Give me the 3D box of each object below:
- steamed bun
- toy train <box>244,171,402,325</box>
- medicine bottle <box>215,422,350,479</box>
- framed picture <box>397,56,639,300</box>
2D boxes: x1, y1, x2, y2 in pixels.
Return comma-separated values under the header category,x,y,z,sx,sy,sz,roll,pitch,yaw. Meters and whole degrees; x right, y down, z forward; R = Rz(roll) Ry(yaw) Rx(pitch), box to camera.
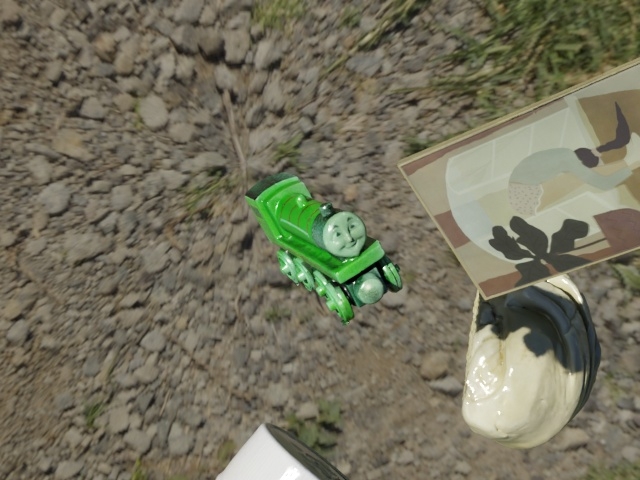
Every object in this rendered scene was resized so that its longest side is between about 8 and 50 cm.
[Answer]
category,x,y,z,sx,sy,sz,roll,pitch,yaw
steamed bun,0.326,0.171,1.706,0.203,0.289,0.275,9,101,7
toy train,0.000,0.000,1.155,0.085,0.251,0.119,-32,108,-12
medicine bottle,-0.072,0.273,0.901,0.139,0.139,0.237,38,91,-5
framed picture,0.173,-0.038,0.818,0.201,0.010,0.136,-22,114,32
